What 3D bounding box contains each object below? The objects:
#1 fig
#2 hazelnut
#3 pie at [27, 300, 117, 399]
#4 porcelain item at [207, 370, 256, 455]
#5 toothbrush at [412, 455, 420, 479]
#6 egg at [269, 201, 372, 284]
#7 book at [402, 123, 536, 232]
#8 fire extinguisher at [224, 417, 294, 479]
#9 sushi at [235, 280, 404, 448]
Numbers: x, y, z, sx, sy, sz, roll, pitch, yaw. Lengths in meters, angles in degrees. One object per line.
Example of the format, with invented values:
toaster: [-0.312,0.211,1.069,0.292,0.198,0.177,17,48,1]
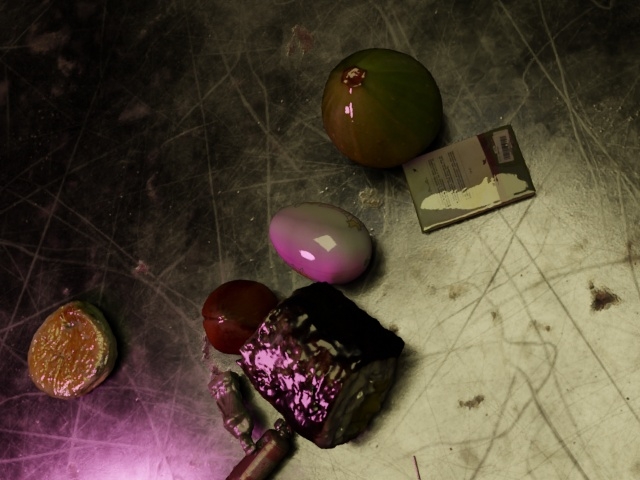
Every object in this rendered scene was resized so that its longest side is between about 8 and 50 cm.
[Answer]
fig: [0.137,-0.330,1.762,0.316,0.316,0.316,-5,74,17]
hazelnut: [-0.203,0.190,1.793,0.208,0.208,0.208,-5,74,17]
pie: [-0.681,0.305,1.999,0.277,0.078,0.277,-6,76,22]
porcelain item: [-0.209,0.428,1.776,0.081,0.069,0.215,-36,54,12]
toothbrush: [0.223,0.539,1.655,0.006,0.008,0.097,-12,70,1]
egg: [0.000,0.000,1.786,0.271,0.196,0.196,36,88,34]
book: [0.360,-0.154,1.793,0.289,0.026,0.201,-18,70,13]
fire extinguisher: [-0.116,0.513,1.734,0.252,0.075,0.106,-49,36,0]
sushi: [0.011,0.272,1.656,0.294,0.281,0.299,40,97,30]
